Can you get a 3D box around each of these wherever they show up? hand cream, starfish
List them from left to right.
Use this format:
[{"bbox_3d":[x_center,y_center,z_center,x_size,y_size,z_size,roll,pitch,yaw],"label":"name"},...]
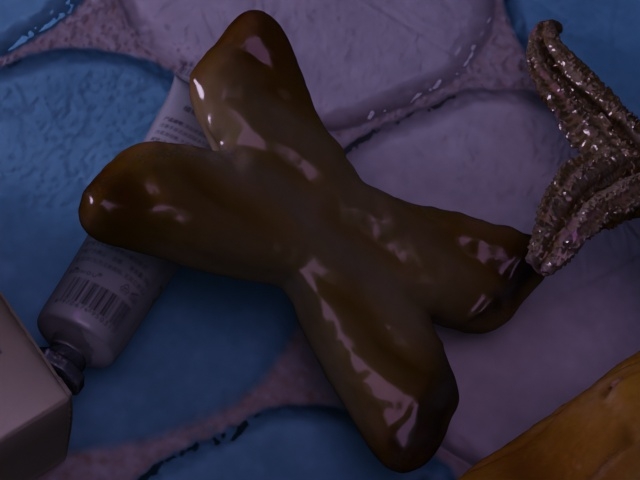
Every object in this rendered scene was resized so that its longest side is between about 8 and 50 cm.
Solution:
[{"bbox_3d":[-0.086,-0.007,0.807,0.067,0.042,0.194,26,58,7],"label":"hand cream"},{"bbox_3d":[0.183,-0.039,0.852,0.227,0.043,0.240,-9,51,-32],"label":"starfish"}]

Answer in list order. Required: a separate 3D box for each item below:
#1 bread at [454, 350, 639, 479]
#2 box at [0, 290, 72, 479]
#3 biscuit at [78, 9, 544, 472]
[{"bbox_3d":[0.114,0.179,0.694,0.344,0.149,0.195,-34,76,-23],"label":"bread"},{"bbox_3d":[-0.237,0.044,0.722,0.168,0.095,0.212,-32,74,-20],"label":"box"},{"bbox_3d":[0.000,-0.001,0.792,0.208,0.047,0.164,39,52,-3],"label":"biscuit"}]
